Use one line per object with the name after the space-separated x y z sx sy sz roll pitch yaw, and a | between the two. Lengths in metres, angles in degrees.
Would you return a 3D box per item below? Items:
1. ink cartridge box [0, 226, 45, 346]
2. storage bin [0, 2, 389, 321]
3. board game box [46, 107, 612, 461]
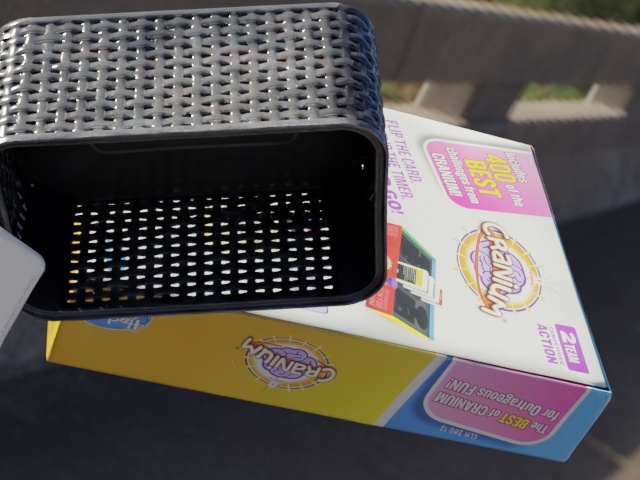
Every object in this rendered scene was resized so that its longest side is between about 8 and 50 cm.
-0.142 0.038 0.344 0.045 0.145 0.179 24 -10 18 | ink cartridge box
-0.061 -0.035 0.706 0.180 0.122 0.084 -3 48 0 | storage bin
0.000 0.000 0.922 0.317 0.064 0.242 13 38 -17 | board game box
